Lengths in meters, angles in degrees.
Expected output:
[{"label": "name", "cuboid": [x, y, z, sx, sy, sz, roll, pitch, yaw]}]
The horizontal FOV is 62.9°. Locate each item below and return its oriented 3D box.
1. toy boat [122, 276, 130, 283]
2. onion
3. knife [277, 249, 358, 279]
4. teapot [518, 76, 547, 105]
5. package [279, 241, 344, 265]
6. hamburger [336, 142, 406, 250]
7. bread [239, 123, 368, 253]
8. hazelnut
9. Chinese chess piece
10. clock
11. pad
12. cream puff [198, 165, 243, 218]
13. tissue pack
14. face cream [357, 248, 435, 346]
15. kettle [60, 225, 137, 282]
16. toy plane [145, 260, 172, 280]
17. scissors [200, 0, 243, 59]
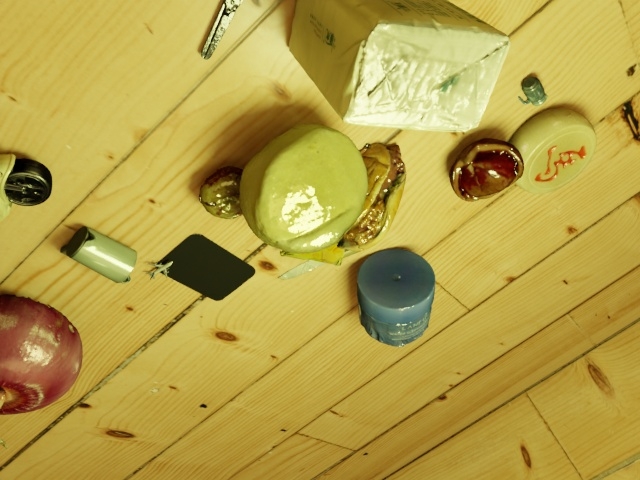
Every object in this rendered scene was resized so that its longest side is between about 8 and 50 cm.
[{"label": "toy boat", "cuboid": [-0.563, 0.098, 1.441, 0.038, 0.038, 0.083, -43, 134, 19]}, {"label": "onion", "cuboid": [-0.828, 0.315, 1.356, 0.357, 0.345, 0.359, 6, 115, 13]}, {"label": "knife", "cuboid": [0.003, 0.065, 1.658, 0.297, 0.017, 0.047, -22, 134, 4]}, {"label": "teapot", "cuboid": [0.577, -0.401, 1.429, 0.063, 0.049, 0.083, -40, 134, 16]}, {"label": "package", "cuboid": [0.000, 0.000, 1.541, 0.226, 0.090, 0.168, 8, 126, -26]}, {"label": "hamburger", "cuboid": [0.127, -0.104, 1.437, 0.155, 0.246, 0.282, 27, 133, -37]}, {"label": "bread", "cuboid": [-0.042, -0.122, 1.279, 0.320, 0.237, 0.321, -5, 99, -33]}, {"label": "hazelnut", "cuboid": [0.466, -0.197, 1.490, 0.170, 0.160, 0.202, 40, 104, -7]}, {"label": "Chinese chess piece", "cuboid": [0.687, -0.265, 1.567, 0.272, 0.102, 0.274, -12, 134, -12]}, {"label": "clock", "cuboid": [-0.798, -0.083, 1.119, 0.378, 0.120, 0.276, -38, 139, 15]}, {"label": "pad", "cuboid": [-0.333, 0.086, 1.547, 0.181, 0.004, 0.267, -38, 135, 14]}, {"label": "cream puff", "cuboid": [-0.236, -0.125, 1.330, 0.148, 0.085, 0.149, -9, 132, -10]}, {"label": "tissue pack", "cuboid": [0.130, -0.380, 1.030, 0.296, 0.381, 0.207, -2, 128, -20]}, {"label": "face cream", "cuboid": [0.244, 0.188, 1.710, 0.248, 0.249, 0.225, -16, 138, -7]}, {"label": "kettle", "cuboid": [-0.568, 0.033, 1.350, 0.148, 0.126, 0.098, 36, 79, -39]}, {"label": "toy plane", "cuboid": [-0.450, 0.080, 1.474, 0.084, 0.024, 0.078, -37, 133, 5]}, {"label": "scissors", "cuboid": [-0.165, -0.502, 1.045, 0.160, 0.024, 0.318, 17, 123, -36]}]
